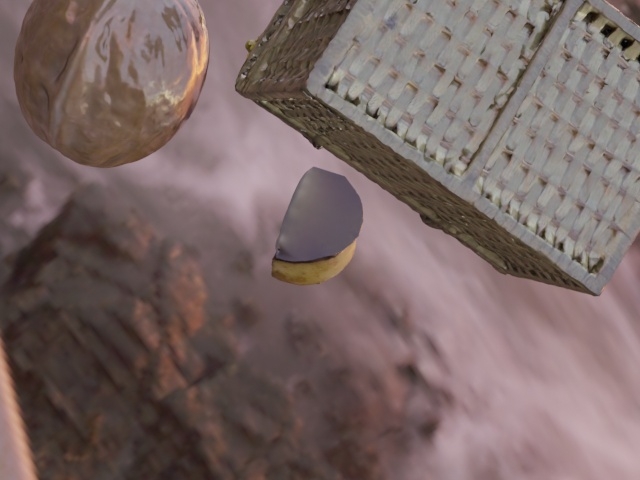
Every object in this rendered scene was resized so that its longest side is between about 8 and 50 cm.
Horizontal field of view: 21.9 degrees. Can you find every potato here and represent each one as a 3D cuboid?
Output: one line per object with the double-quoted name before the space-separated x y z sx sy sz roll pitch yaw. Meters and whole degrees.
"potato" 0.000 0.000 1.458 0.066 0.103 0.096 23 74 6

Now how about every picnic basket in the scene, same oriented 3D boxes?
"picnic basket" 0.075 -0.078 0.878 0.196 0.134 0.154 33 -8 -19

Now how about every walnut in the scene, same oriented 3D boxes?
"walnut" -0.153 -0.131 1.216 0.140 0.162 0.140 11 47 -11

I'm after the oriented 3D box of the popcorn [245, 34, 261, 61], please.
"popcorn" -0.039 -0.153 1.442 0.059 0.068 0.083 57 4 -26
